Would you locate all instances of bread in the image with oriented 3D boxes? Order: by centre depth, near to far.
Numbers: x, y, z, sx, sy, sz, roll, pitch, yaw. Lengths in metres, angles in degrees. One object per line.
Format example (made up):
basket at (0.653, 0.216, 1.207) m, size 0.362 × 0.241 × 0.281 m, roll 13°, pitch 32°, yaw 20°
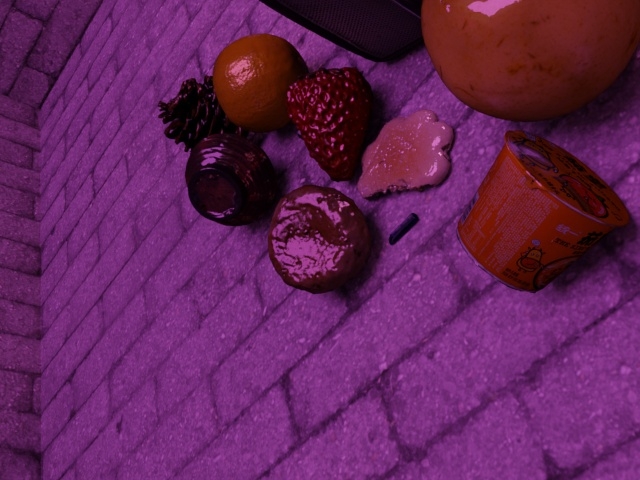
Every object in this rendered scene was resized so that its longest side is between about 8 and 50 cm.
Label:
bread at (0.165, -0.178, 1.466) m, size 0.251 × 0.039 × 0.182 m, roll -8°, pitch 68°, yaw 50°
bread at (0.000, 0.000, 1.493) m, size 0.230 × 0.123 × 0.230 m, roll -1°, pitch 87°, yaw 28°

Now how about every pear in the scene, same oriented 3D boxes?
pear at (0.324, -0.353, 1.123) m, size 0.348 × 0.348 × 0.348 m, roll -25°, pitch 55°, yaw 43°

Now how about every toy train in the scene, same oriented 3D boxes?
toy train at (0.160, -0.021, 1.419) m, size 0.083 × 0.017 × 0.017 m, roll -47°, pitch 42°, yaw 29°

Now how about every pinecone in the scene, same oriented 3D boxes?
pinecone at (-0.298, -0.336, 1.950) m, size 0.243 × 0.257 × 0.243 m, roll -53°, pitch 8°, yaw 11°

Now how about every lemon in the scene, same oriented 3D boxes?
lemon at (-0.131, -0.395, 1.784) m, size 0.219 × 0.240 × 0.240 m, roll -14°, pitch 62°, yaw 26°

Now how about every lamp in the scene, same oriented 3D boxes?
lamp at (-0.222, -0.152, 1.795) m, size 0.247 × 0.247 × 0.247 m, roll -25°, pitch 55°, yaw 43°

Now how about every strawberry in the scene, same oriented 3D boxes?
strawberry at (0.024, -0.248, 1.571) m, size 0.205 × 0.205 × 0.244 m, roll -9°, pitch 87°, yaw 49°

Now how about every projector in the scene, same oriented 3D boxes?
projector at (0.064, -0.630, 1.496) m, size 0.242 × 0.405 × 0.395 m, roll -22°, pitch 58°, yaw 46°

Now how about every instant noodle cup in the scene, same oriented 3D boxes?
instant noodle cup at (0.319, -0.037, 1.083) m, size 0.172 × 0.215 × 0.216 m, roll -57°, pitch 38°, yaw 31°

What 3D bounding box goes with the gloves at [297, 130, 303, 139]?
gloves at (-0.022, -0.286, 1.764) m, size 0.064 × 0.026 × 0.086 m, roll 21°, pitch 86°, yaw 52°
